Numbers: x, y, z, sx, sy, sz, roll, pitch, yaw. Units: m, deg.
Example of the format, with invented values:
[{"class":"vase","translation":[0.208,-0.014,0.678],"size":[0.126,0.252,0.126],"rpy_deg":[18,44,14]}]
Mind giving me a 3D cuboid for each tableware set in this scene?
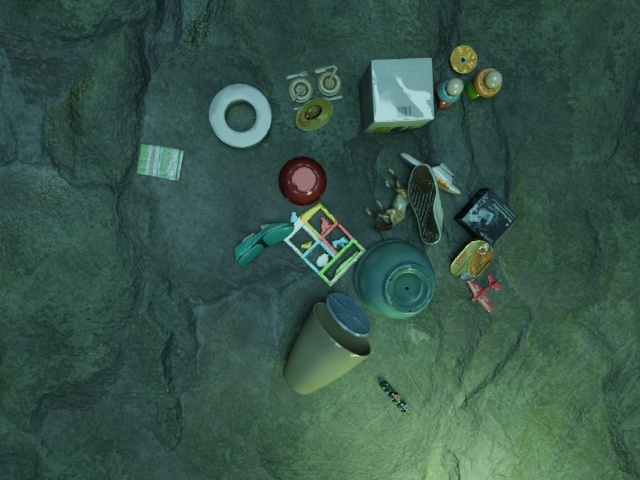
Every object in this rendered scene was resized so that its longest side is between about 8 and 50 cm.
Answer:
[{"class":"tableware set","translation":[-0.019,-0.556,1.770],"size":[0.194,0.039,0.129],"rpy_deg":[-15,94,-4]}]

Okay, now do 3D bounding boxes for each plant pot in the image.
[{"class":"plant pot","translation":[-0.005,0.405,1.742],"size":[0.256,0.256,0.274],"rpy_deg":[38,106,-6]},{"class":"plant pot","translation":[0.285,0.152,1.744],"size":[0.292,0.196,0.294],"rpy_deg":[-1,98,-10]}]

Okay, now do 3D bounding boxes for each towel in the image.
[{"class":"towel","translation":[-0.570,-0.279,1.753],"size":[0.151,0.023,0.113],"rpy_deg":[9,90,-3]}]

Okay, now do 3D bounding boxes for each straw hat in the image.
[{"class":"straw hat","translation":[-0.032,-0.466,1.760],"size":[0.144,0.145,0.061],"rpy_deg":[-25,55,-3]}]

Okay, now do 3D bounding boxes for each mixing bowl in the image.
[{"class":"mixing bowl","translation":[-0.061,-0.216,1.758],"size":[0.181,0.098,0.182],"rpy_deg":[0,93,-5]}]

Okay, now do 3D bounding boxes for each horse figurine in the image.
[{"class":"horse figurine","translation":[0.271,-0.136,1.796],"size":[0.174,0.066,0.264],"rpy_deg":[32,81,-27]}]

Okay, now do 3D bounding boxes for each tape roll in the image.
[{"class":"tape roll","translation":[-0.280,-0.435,1.740],"size":[0.219,0.072,0.220],"rpy_deg":[0,92,-4]}]

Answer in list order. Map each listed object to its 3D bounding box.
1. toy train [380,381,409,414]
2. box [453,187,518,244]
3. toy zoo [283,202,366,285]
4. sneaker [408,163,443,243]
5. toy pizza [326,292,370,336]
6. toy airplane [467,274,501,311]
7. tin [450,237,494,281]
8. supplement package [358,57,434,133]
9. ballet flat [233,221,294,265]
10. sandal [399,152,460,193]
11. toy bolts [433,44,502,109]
[{"class":"toy train","translation":[0.286,0.597,1.869],"size":[0.036,0.027,0.158],"rpy_deg":[-40,95,-12]},{"class":"box","translation":[0.612,-0.085,1.824],"size":[0.156,0.093,0.158],"rpy_deg":[42,90,-6]},{"class":"toy zoo","translation":[0.000,0.000,1.808],"size":[0.192,0.030,0.293],"rpy_deg":[-44,96,-1]},{"class":"sneaker","translation":[0.384,-0.141,1.786],"size":[0.105,0.123,0.291],"rpy_deg":[-3,108,22]},{"class":"toy pizza","translation":[0.096,0.269,1.757],"size":[0.201,0.201,0.032],"rpy_deg":[38,114,-6]},{"class":"toy airplane","translation":[0.623,0.187,1.872],"size":[0.151,0.028,0.151],"rpy_deg":[0,89,-2]},{"class":"tin","translation":[0.558,0.070,1.812],"size":[0.106,0.040,0.190],"rpy_deg":[31,123,-3]},{"class":"supplement package","translation":[0.251,-0.484,1.684],"size":[0.199,0.262,0.198],"rpy_deg":[-4,94,-4]},{"class":"ballet flat","translation":[-0.212,-0.009,1.762],"size":[0.247,0.083,0.087],"rpy_deg":[-35,56,2]},{"class":"sandal","translation":[0.414,-0.262,1.792],"size":[0.265,0.102,0.076],"rpy_deg":[34,93,-4]},{"class":"toy bolts","translation":[0.513,-0.586,1.753],"size":[0.228,0.158,0.219],"rpy_deg":[-27,95,-3]}]
